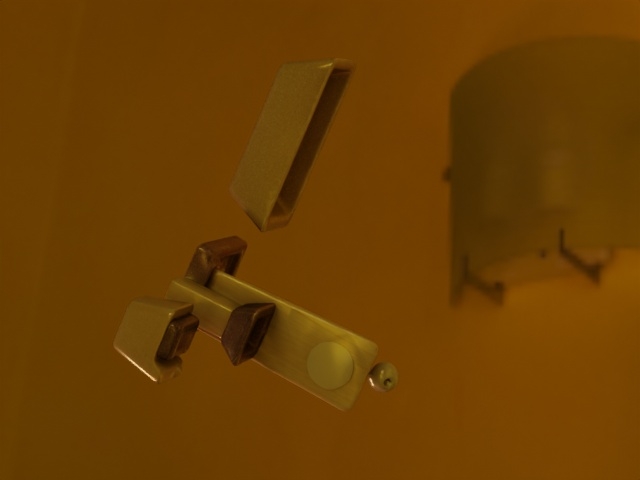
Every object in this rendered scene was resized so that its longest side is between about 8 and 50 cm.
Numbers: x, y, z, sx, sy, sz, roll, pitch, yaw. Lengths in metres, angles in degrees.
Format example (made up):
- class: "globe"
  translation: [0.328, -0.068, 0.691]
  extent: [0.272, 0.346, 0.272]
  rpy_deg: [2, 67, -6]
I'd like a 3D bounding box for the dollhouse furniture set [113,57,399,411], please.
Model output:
- class: "dollhouse furniture set"
  translation: [0.000, 0.000, 0.532]
  extent: [0.081, 0.114, 0.091]
  rpy_deg: [26, 11, 13]
